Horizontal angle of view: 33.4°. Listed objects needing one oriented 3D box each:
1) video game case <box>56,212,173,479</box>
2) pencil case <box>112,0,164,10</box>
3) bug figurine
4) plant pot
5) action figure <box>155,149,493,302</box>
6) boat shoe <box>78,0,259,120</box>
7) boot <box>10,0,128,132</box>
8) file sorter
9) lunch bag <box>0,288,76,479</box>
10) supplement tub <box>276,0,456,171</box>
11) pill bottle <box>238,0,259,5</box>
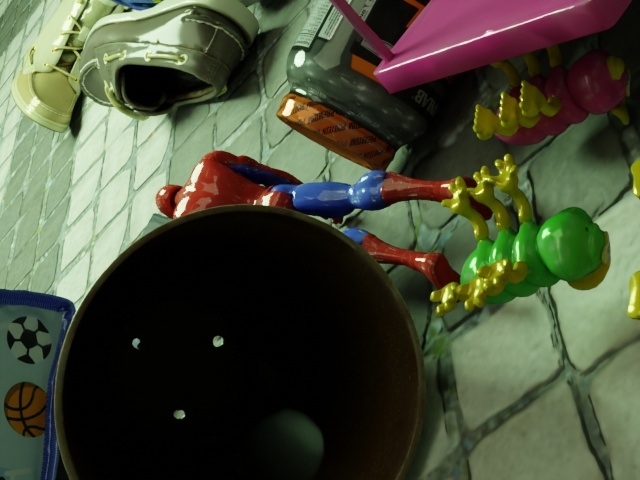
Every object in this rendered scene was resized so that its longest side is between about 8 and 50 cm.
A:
[{"bbox_3d":[-0.179,0.111,1.013,0.196,0.026,0.274,17,81,60],"label":"video game case"},{"bbox_3d":[-0.210,-0.447,1.445,0.133,0.119,0.306,81,-163,-61],"label":"pencil case"},{"bbox_3d":[0.165,-0.056,0.557,0.216,0.072,0.279,-20,43,41],"label":"bug figurine"},{"bbox_3d":[-0.075,0.093,0.709,0.215,0.215,0.230,-67,16,-10],"label":"plant pot"},{"bbox_3d":[0.000,0.000,0.776,0.280,0.139,0.091,10,70,37],"label":"action figure"},{"bbox_3d":[-0.194,-0.194,1.212,0.324,0.116,0.097,-5,58,50],"label":"boat shoe"},{"bbox_3d":[-0.363,-0.293,1.588,0.203,0.095,0.262,-47,28,22],"label":"boot"},{"bbox_3d":[0.115,-0.263,0.613,0.291,0.182,0.202,-52,21,-20],"label":"file sorter"},{"bbox_3d":[-0.391,0.263,0.988,0.328,0.239,0.385,-38,47,53],"label":"lunch bag"},{"bbox_3d":[0.051,-0.152,0.778,0.190,0.117,0.117,-62,29,0],"label":"supplement tub"},{"bbox_3d":[-0.153,-0.405,1.076,0.188,0.334,0.188,-30,40,30],"label":"pill bottle"}]
